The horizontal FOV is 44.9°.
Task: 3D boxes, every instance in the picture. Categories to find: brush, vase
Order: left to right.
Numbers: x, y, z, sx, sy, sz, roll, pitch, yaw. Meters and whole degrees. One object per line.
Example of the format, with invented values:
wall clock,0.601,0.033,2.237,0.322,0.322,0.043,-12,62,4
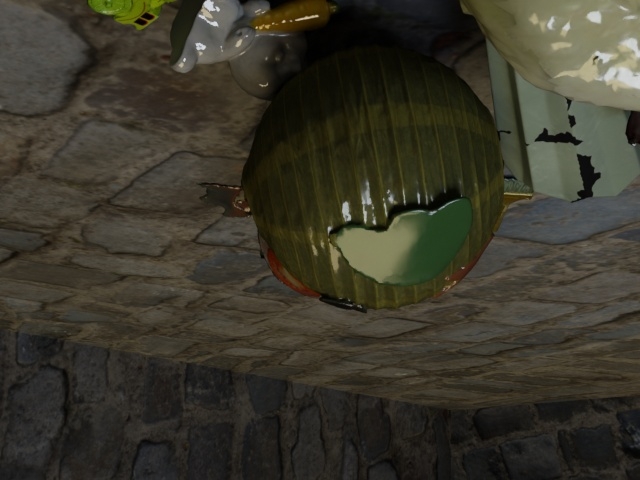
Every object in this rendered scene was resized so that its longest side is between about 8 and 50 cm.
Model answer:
brush,0.270,-0.050,1.179,0.082,0.010,0.218,3,161,2
vase,0.202,-0.166,0.659,0.165,0.165,0.360,-5,154,24

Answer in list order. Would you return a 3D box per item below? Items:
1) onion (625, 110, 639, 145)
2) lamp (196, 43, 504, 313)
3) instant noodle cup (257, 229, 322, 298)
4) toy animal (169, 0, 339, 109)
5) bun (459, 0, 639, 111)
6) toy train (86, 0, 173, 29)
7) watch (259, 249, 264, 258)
onion,0.364,-0.140,0.522,0.111,0.248,0.250,19,-169,-25
lamp,0.026,-0.053,0.720,0.284,0.250,0.250,-9,160,1
instant noodle cup,0.041,-0.034,0.970,0.242,0.243,0.231,10,167,-18
toy animal,-0.052,-0.189,0.768,0.181,0.131,0.127,27,-177,-33
bun,0.215,-0.224,0.346,0.348,0.227,0.352,16,140,-29
toy train,-0.108,-0.248,0.634,0.085,0.053,0.249,11,161,-43
watch,0.005,-0.002,1.278,0.268,0.102,0.165,7,156,19
